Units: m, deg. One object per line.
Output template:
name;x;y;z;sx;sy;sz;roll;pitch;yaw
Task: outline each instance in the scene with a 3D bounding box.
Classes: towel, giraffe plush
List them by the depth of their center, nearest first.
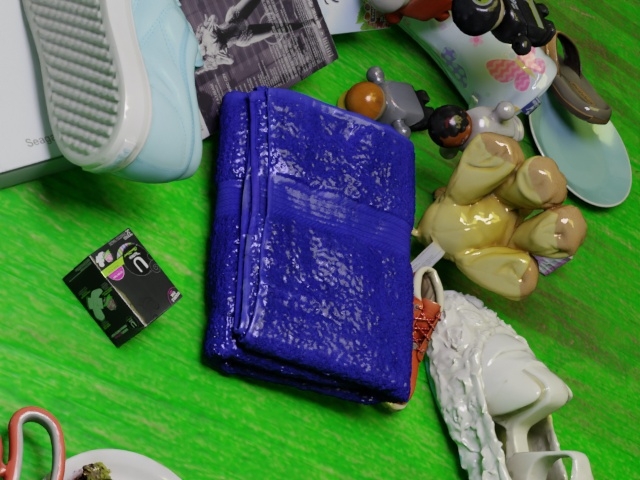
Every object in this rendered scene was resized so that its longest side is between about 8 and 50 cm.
towel;0.000;0.000;1.510;0.228;0.076;0.308;14;61;-22
giraffe plush;0.193;-0.025;1.684;0.181;0.210;0.170;62;20;-1

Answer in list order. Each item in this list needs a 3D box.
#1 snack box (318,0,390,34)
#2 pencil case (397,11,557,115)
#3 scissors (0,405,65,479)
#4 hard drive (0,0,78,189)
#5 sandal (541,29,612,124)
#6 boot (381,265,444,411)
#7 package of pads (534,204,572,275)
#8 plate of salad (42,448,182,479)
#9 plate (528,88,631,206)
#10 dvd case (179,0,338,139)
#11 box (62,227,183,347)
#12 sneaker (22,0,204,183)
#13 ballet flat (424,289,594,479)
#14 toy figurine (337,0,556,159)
snack box;0.003;-0.340;1.714;0.174;0.070;0.207;-13;107;-47
pencil case;0.169;-0.265;1.857;0.273;0.124;0.113;48;15;-8
scissors;-0.259;0.261;1.168;0.109;0.021;0.297;10;55;-19
hard drive;-0.365;-0.208;1.385;0.233;0.047;0.353;-22;80;-48
sandal;0.310;-0.239;1.977;0.090;0.060;0.219;-7;49;-44
boot;0.090;0.099;1.564;0.059;0.085;0.158;27;50;-29
package of pads;0.289;-0.001;1.834;0.032;0.050;0.083;38;45;-17
plate of salad;-0.157;0.266;1.257;0.200;0.048;0.199;22;51;-30
plate;0.338;-0.123;1.979;0.188;0.024;0.188;22;51;-29
dvd case;-0.088;-0.222;1.582;0.221;0.018;0.164;-35;113;-34
box;-0.181;0.043;1.379;0.083;0.052;0.062;53;43;-2
sneaker;-0.190;-0.212;1.441;0.150;0.135;0.365;22;54;-49
ballet flat;0.220;0.221;1.564;0.147;0.147;0.408;8;58;-39
toy figurine;0.136;-0.203;1.691;0.213;0.209;0.148;25;14;39
